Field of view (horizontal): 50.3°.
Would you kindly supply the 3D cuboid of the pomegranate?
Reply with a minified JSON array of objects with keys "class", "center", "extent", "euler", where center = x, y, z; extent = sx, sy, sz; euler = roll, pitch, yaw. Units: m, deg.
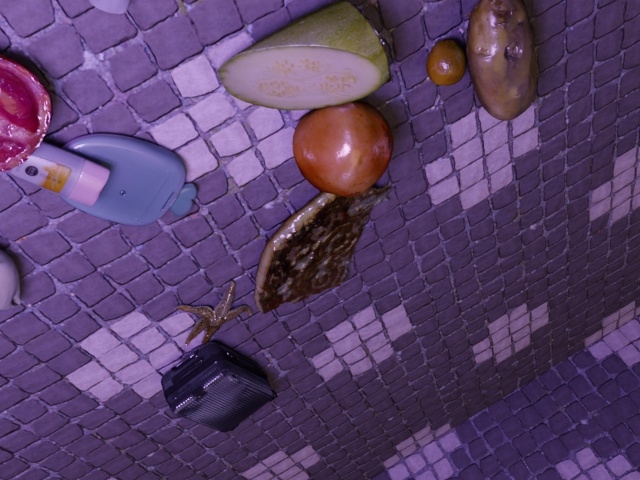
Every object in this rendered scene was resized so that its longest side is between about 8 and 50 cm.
[{"class":"pomegranate","center":[0.043,-0.188,1.372],"extent":[0.209,0.209,0.209],"euler":[-18,139,-17]}]

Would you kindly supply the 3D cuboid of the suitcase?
[{"class":"suitcase","center":[-0.263,0.397,1.817],"extent":[0.202,0.128,0.312],"euler":[-37,144,5]}]

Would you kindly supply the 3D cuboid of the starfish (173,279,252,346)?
[{"class":"starfish","center":[-0.267,0.185,1.680],"extent":[0.217,0.050,0.223],"euler":[14,117,-33]}]

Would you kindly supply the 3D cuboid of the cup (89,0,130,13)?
[{"class":"cup","center":[-0.296,-0.410,1.026],"extent":[0.104,0.074,0.116],"euler":[-32,156,-50]}]

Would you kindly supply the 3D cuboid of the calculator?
[{"class":"calculator","center":[-0.364,-0.109,1.302],"extent":[0.299,0.041,0.185],"euler":[20,118,-42]}]

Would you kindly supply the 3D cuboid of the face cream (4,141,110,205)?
[{"class":"face cream","center":[-0.469,-0.125,1.165],"extent":[0.198,0.057,0.084],"euler":[23,118,-27]}]

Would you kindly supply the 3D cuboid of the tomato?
[{"class":"tomato","center":[-0.520,-0.200,1.053],"extent":[0.189,0.099,0.173],"euler":[-49,132,-2]}]

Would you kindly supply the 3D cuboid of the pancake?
[{"class":"pancake","center":[-0.005,0.001,1.658],"extent":[0.305,0.067,0.426],"euler":[-5,133,-40]}]

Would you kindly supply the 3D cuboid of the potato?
[{"class":"potato","center":[0.369,-0.388,1.404],"extent":[0.141,0.191,0.296],"euler":[5,141,23]}]

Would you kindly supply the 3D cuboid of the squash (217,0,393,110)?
[{"class":"squash","center":[-0.026,-0.294,1.222],"extent":[0.261,0.189,0.189],"euler":[-33,141,-7]}]

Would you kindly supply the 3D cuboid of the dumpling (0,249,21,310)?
[{"class":"dumpling","center":[-0.641,0.066,1.252],"extent":[0.151,0.124,0.229],"euler":[11,145,7]}]

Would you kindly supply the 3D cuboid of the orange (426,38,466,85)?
[{"class":"orange","center":[0.262,-0.369,1.419],"extent":[0.085,0.085,0.095],"euler":[-6,113,-29]}]
